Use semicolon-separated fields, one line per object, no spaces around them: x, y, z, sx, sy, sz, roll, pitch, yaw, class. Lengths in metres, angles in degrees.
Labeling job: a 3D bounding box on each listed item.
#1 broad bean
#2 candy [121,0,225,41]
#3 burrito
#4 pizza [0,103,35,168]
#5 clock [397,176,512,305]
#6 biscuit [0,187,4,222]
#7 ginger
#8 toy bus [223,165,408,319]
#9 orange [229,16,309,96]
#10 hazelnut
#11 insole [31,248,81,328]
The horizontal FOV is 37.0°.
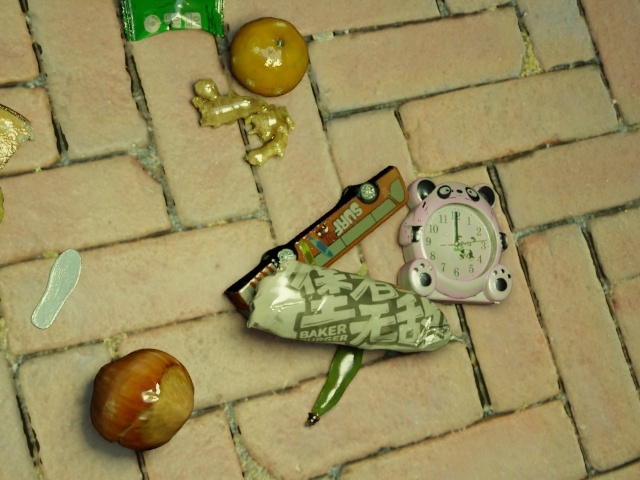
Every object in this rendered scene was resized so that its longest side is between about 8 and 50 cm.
0.051;0.218;1.804;0.060;0.043;0.298;23;73;-3;broad bean
-0.281;-0.460;1.824;0.203;0.078;0.141;-6;80;-13;candy
0.078;0.130;1.748;0.445;0.101;0.139;11;76;-25;burrito
-0.603;-0.152;1.670;0.185;0.052;0.195;15;81;-31;pizza
0.262;0.003;1.894;0.227;0.090;0.248;4;76;-17;clock
-0.673;-0.012;1.606;0.273;0.036;0.187;-2;93;-13;biscuit
-0.143;-0.233;1.835;0.176;0.052;0.193;-19;89;-22;ginger
0.000;0.000;1.808;0.408;0.093;0.092;-38;100;-20;toy bus
-0.097;-0.355;1.834;0.156;0.124;0.156;3;80;-17;orange
-0.303;0.265;1.616;0.182;0.182;0.182;4;78;-17;hazelnut
-0.465;0.085;1.688;0.053;0.002;0.153;28;72;-10;insole
